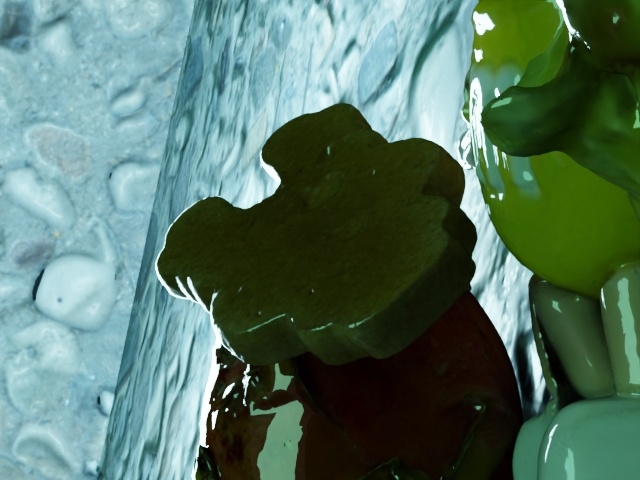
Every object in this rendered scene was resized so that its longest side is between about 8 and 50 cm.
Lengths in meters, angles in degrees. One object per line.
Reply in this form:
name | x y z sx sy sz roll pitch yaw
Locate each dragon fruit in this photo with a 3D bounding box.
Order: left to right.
dragon fruit | 0.025 0.135 1.170 0.250 0.250 0.315 118 144 -46

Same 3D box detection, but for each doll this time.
doll | 0.154 -0.039 0.969 0.348 0.161 0.423 118 151 -53

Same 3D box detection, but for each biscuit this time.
biscuit | 0.002 0.002 1.081 0.186 0.044 0.295 -43 27 -3

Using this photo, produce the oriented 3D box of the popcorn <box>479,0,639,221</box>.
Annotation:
popcorn | 0.178 -0.096 0.697 0.235 0.216 0.181 89 -171 -50
